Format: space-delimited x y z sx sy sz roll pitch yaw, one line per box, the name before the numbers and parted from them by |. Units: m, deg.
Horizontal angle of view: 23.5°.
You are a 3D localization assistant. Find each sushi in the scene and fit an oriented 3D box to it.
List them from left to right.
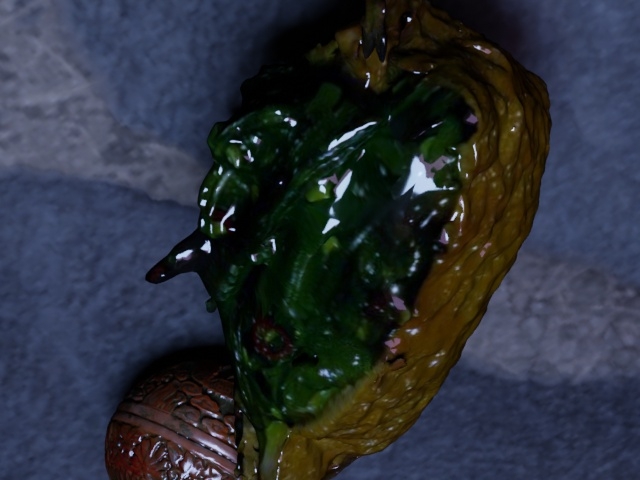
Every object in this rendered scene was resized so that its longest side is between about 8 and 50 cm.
sushi | 0.001 0.000 0.696 0.140 0.149 0.287 -18 144 -47

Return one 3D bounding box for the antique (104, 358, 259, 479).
antique | -0.061 0.109 0.787 0.104 0.104 0.104 -6 125 -8
